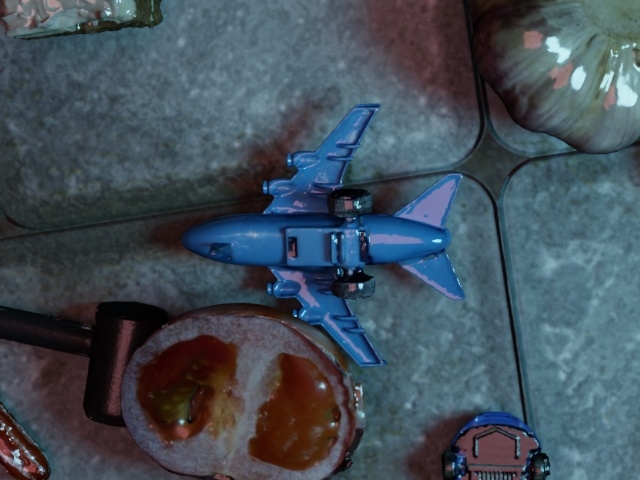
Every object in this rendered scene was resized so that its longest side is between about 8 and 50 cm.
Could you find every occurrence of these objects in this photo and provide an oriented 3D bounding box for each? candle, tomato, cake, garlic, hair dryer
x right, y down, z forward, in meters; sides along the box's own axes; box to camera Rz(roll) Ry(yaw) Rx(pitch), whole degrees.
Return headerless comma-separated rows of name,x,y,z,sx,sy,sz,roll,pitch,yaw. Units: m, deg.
candle,-0.384,0.118,1.371,0.048,0.051,0.329,-42,90,10
tomato,-0.066,0.131,1.300,0.228,0.112,0.199,17,118,-2
cake,-0.227,-0.257,1.279,0.135,0.147,0.135,-6,93,8
garlic,0.239,-0.192,1.239,0.244,0.160,0.245,3,77,-14
hair dryer,-0.278,0.106,1.356,0.248,0.070,0.114,10,95,9

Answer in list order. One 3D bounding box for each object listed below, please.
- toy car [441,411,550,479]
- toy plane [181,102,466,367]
toy car,0.167,0.273,1.324,0.103,0.063,0.216,1,89,5
toy plane,0.000,0.000,1.303,0.271,0.105,0.254,-2,101,2
